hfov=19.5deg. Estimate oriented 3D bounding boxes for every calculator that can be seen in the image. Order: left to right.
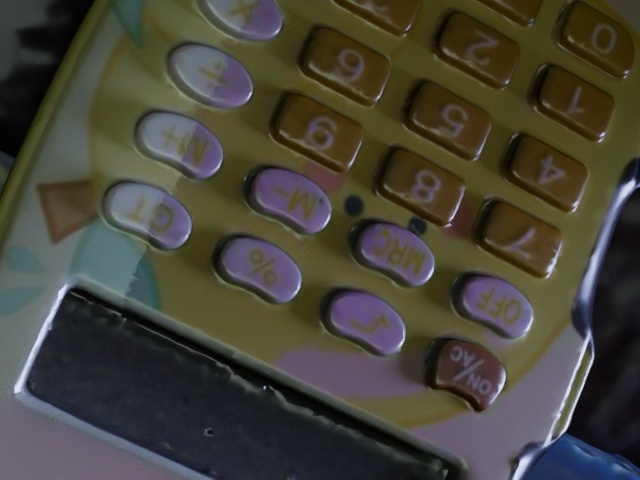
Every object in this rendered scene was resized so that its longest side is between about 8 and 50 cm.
[{"bbox_3d":[0.000,0.000,0.468,0.157,0.033,0.236,27,79,-15],"label":"calculator"}]

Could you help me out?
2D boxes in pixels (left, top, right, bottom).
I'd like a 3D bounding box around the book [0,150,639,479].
[{"bbox_3d":[-0.131,0.116,0.503,0.428,0.039,0.300,26,100,-15],"label":"book"}]
